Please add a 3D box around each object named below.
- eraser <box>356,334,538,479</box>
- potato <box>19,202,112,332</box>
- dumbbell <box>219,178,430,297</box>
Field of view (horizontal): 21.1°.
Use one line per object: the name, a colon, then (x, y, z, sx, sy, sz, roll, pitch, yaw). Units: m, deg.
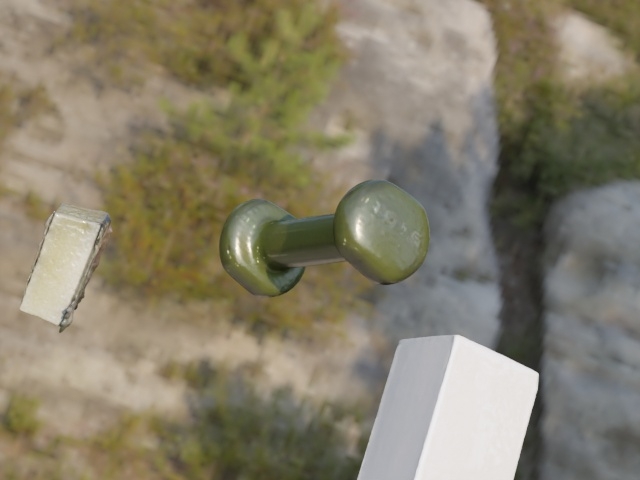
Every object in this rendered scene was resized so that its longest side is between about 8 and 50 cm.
eraser: (0.058, 0.215, 1.135, 0.078, 0.298, 0.076, 25, -18, -25)
potato: (-0.262, 0.025, 1.759, 0.061, 0.122, 0.086, 22, 8, -2)
dumbbell: (0.000, 0.000, 0.836, 0.052, 0.046, 0.118, 38, -26, -28)
